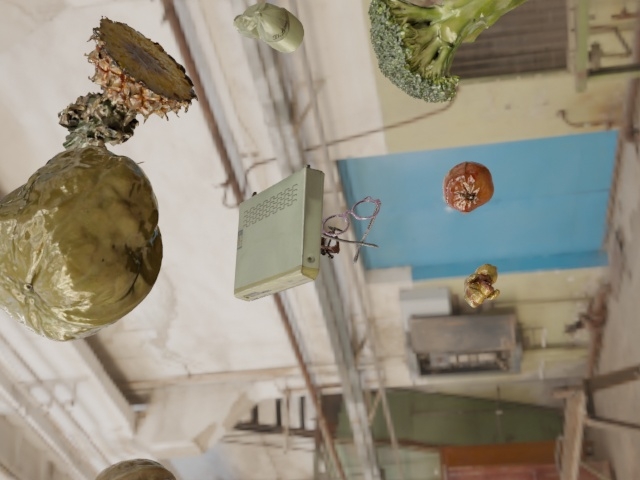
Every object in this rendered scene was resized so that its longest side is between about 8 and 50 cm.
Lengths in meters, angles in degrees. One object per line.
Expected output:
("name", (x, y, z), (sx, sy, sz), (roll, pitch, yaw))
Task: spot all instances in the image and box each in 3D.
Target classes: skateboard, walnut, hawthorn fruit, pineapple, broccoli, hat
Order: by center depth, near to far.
("walnut", (-0.380, 0.006, 1.404), (0.282, 0.253, 0.276), (83, -158, -45))
("walnut", (-0.321, 0.449, 1.575), (0.140, 0.162, 0.140), (22, 117, 52))
("broccoli", (0.283, -0.415, 1.806), (0.221, 0.362, 0.252), (-104, 0, -74))
("pineapple", (-0.437, -0.284, 1.898), (0.262, 0.272, 0.262), (37, -156, -20))
("hawthorn fruit", (0.341, -0.127, 2.104), (0.128, 0.128, 0.128), (-5, -90, -82))
("hat", (-0.126, -0.531, 2.276), (0.166, 0.122, 0.081), (36, -162, -22))
("skateboard", (0.000, 0.000, 2.279), (0.067, 0.151, 0.080), (29, -101, -41))

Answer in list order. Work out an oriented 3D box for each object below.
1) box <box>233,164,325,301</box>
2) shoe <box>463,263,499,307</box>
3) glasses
("box", (-0.076, -0.010, 1.602), (0.270, 0.045, 0.210), (-24, 59, 57))
("shoe", (0.341, 0.096, 1.899), (0.072, 0.069, 0.109), (53, -147, 5))
("glasses", (0.067, -0.014, 1.786), (0.062, 0.140, 0.103), (49, 163, 43))
